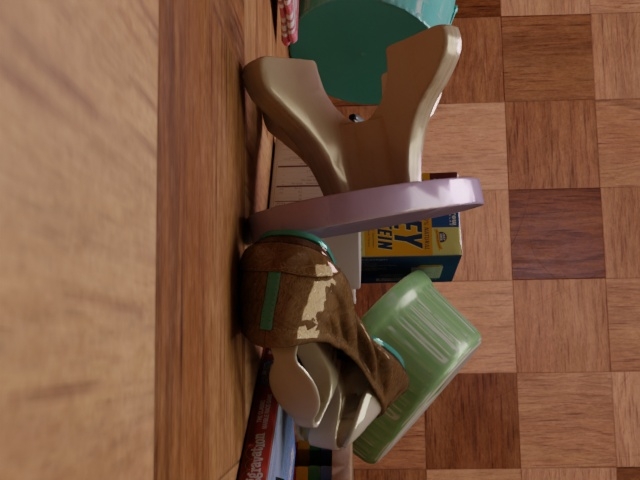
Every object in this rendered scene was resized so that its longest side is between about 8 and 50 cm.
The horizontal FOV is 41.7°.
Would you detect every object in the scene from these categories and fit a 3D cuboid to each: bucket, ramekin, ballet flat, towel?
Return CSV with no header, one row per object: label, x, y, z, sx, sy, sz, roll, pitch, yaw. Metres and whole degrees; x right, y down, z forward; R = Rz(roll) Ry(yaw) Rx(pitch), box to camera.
bucket,0.080,-0.362,1.348,0.281,0.281,0.183,85,14,-59
ramekin,0.117,0.208,1.335,0.303,0.148,0.303,-45,165,-16
ballet flat,0.005,0.122,0.790,0.342,0.116,0.124,64,34,-57
towel,-0.050,-0.362,1.052,0.197,0.029,0.144,80,9,-60

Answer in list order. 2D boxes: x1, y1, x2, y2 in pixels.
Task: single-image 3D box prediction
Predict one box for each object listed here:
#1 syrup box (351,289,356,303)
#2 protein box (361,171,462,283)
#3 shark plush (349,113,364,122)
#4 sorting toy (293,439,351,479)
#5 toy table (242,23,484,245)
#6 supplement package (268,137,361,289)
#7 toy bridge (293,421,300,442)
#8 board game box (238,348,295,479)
syrup box,-0.001,-0.031,1.192,0.093,0.096,0.237,-87,173,-76
protein box,0.124,-0.014,1.385,0.201,0.199,0.136,74,15,-75
shark plush,0.076,-0.135,1.185,0.161,0.067,0.073,5,81,-87
sorting toy,-0.002,0.358,1.084,0.255,0.089,0.257,-87,176,-57
toy table,0.040,-0.092,0.816,0.274,0.252,0.161,-6,85,-55
supplement package,-0.004,-0.039,1.014,0.179,0.105,0.105,-88,177,-45
toy bridge,-0.041,0.162,0.998,0.063,0.026,0.188,-90,178,-49
board game box,-0.048,0.220,0.788,0.281,0.027,0.145,-85,171,-70
